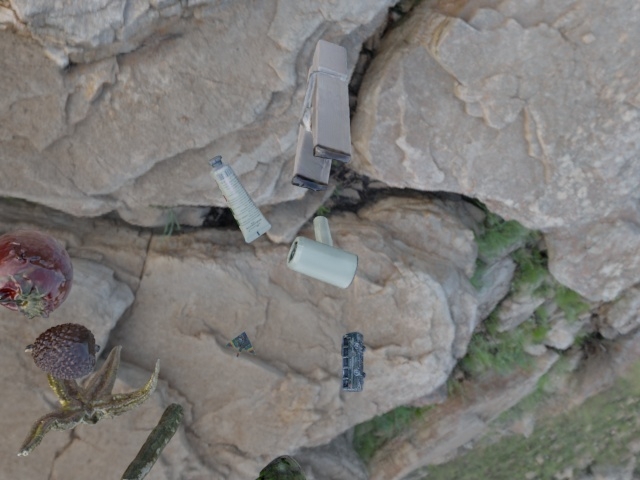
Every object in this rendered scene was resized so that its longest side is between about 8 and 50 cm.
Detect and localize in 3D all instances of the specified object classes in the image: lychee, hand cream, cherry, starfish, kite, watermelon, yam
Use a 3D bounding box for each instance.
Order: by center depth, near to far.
[{"bbox_3d":[-0.527,0.227,1.128,0.129,0.123,0.123,26,114,-29],"label":"lychee"},{"bbox_3d":[-0.659,0.060,1.221,0.192,0.249,0.175,24,103,-42],"label":"cherry"},{"bbox_3d":[-0.086,0.571,1.231,0.193,0.137,0.145,45,69,-17],"label":"watermelon"},{"bbox_3d":[-0.439,0.540,1.436,0.061,0.274,0.061,5,114,11],"label":"yam"},{"bbox_3d":[-0.661,0.417,1.544,0.397,0.384,0.132,-9,128,-34],"label":"starfish"},{"bbox_3d":[-0.248,-0.126,1.628,0.095,0.059,0.276,-34,113,-14],"label":"hand cream"},{"bbox_3d":[-0.264,0.352,1.836,0.122,0.090,0.004,30,153,-31],"label":"kite"}]

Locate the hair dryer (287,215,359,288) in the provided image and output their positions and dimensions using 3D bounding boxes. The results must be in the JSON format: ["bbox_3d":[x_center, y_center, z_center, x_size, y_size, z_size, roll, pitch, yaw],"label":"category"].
[{"bbox_3d":[0.000,0.000,1.142,0.131,0.236,0.073,20,117,-14],"label":"hair dryer"}]

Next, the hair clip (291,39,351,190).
[{"bbox_3d":[0.005,-0.245,1.019,0.085,0.331,0.101,11,143,-13],"label":"hair clip"}]

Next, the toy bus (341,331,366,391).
[{"bbox_3d":[0.093,0.346,1.552,0.065,0.166,0.047,-12,151,26],"label":"toy bus"}]
